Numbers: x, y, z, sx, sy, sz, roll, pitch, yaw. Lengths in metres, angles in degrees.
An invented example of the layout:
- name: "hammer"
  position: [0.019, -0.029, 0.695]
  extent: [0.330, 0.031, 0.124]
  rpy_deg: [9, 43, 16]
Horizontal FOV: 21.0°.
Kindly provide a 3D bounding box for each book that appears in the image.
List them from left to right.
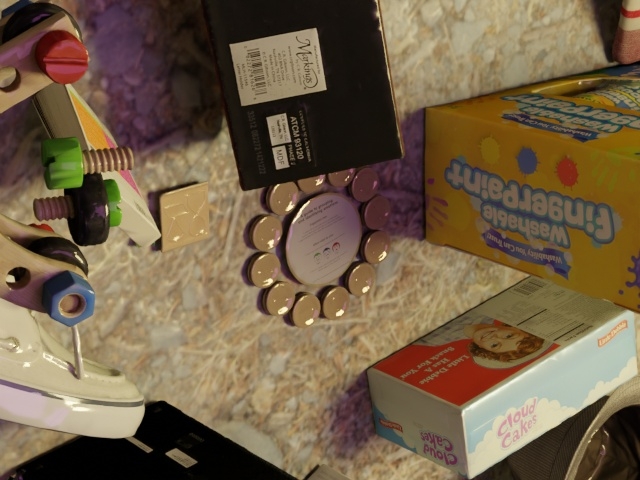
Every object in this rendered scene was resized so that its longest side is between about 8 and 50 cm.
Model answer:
- name: "book"
  position: [-0.189, -0.066, 1.473]
  extent: [0.035, 0.144, 0.096]
  rpy_deg: [-38, 132, 6]

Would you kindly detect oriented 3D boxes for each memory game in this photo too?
- name: "memory game"
  position: [0.000, 0.000, 1.746]
  extent: [0.186, 0.012, 0.186]
  rpy_deg: [-14, 114, -36]

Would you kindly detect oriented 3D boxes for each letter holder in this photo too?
- name: "letter holder"
  position: [-0.036, -0.234, 1.562]
  extent: [0.152, 0.214, 0.301]
  rpy_deg: [-12, 117, -3]

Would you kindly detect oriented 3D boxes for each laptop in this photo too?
- name: "laptop"
  position: [-0.175, 0.285, 1.544]
  extent: [0.264, 0.234, 0.136]
  rpy_deg: [-24, 120, -33]

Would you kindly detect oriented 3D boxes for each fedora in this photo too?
- name: "fedora"
  position: [0.307, 0.257, 2.021]
  extent: [0.275, 0.124, 0.243]
  rpy_deg: [4, 104, -50]

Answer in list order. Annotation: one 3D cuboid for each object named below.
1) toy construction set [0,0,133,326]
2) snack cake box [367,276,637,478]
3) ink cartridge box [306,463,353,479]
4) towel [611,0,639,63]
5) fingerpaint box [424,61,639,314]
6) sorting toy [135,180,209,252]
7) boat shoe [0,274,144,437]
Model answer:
- name: "toy construction set"
  position: [-0.301, -0.079, 1.304]
  extent: [0.237, 0.308, 0.257]
  rpy_deg: [-7, 143, -19]
- name: "snack cake box"
  position: [0.200, 0.143, 1.872]
  extent: [0.264, 0.152, 0.089]
  rpy_deg: [-26, 121, -31]
- name: "ink cartridge box"
  position: [-0.003, 0.342, 1.774]
  extent: [0.191, 0.140, 0.082]
  rpy_deg: [-43, 129, -21]
- name: "towel"
  position: [0.437, -0.333, 1.848]
  extent: [0.237, 0.037, 0.329]
  rpy_deg: [-18, 147, -10]
- name: "fingerpaint box"
  position: [0.389, -0.059, 1.766]
  extent: [0.371, 0.445, 0.163]
  rpy_deg: [-15, 113, -36]
- name: "sorting toy"
  position: [-0.139, -0.020, 1.619]
  extent: [0.083, 0.012, 0.062]
  rpy_deg: [-18, 121, -39]
- name: "boat shoe"
  position: [-0.289, 0.058, 1.452]
  extent: [0.367, 0.136, 0.156]
  rpy_deg: [21, 88, -33]
